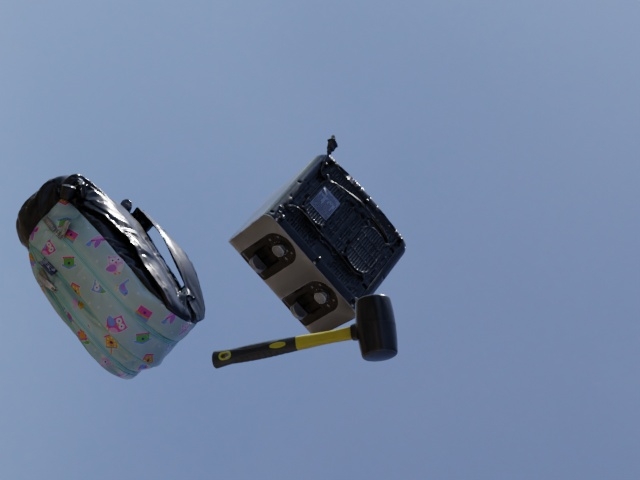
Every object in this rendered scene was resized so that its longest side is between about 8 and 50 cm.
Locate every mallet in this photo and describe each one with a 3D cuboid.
[{"bbox_3d":[-0.016,0.091,1.477,0.039,0.189,0.062,50,38,-62],"label":"mallet"}]

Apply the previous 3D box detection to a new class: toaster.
[{"bbox_3d":[0.000,0.000,1.829,0.168,0.186,0.110,49,-46,-9],"label":"toaster"}]

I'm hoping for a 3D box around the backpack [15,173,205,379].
[{"bbox_3d":[-0.193,0.037,1.400,0.115,0.152,0.182,-45,-112,11],"label":"backpack"}]
